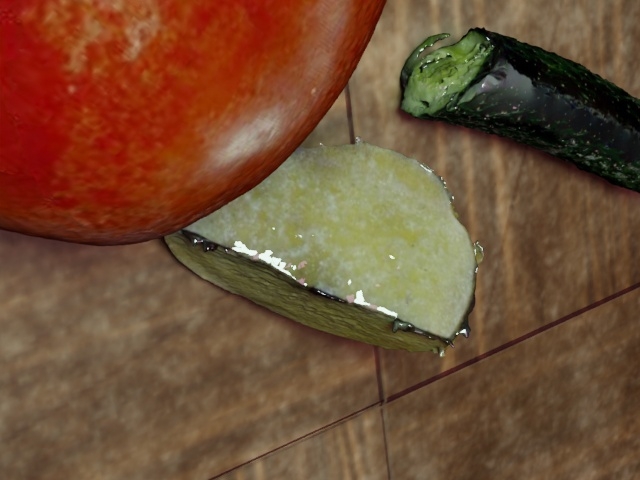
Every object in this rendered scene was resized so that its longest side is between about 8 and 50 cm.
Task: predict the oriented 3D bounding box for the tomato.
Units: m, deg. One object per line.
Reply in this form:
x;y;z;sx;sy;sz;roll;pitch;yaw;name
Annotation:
-0.069;-0.135;0.513;0.338;0.143;0.338;-24;128;-34;tomato

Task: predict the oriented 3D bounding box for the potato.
0.000;0.000;0.699;0.172;0.089;0.101;19;70;-7;potato

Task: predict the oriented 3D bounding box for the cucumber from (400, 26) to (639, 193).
0.158;-0.079;0.789;0.245;0.067;0.067;12;96;-40;cucumber
